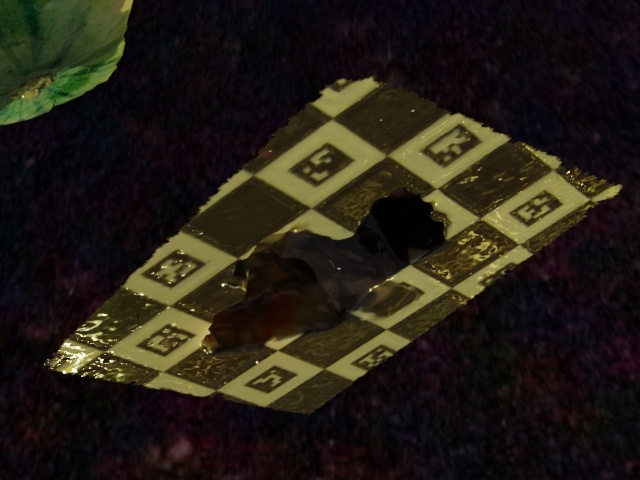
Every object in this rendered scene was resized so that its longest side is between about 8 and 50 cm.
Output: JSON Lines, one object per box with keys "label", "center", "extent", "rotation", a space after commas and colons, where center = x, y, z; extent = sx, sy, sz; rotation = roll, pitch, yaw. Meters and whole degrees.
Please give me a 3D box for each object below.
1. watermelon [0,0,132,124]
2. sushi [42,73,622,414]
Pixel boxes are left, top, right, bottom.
{"label": "watermelon", "center": [-0.169, -0.119, 0.529], "extent": [0.146, 0.128, 0.231], "rotation": [-40, 124, -28]}
{"label": "sushi", "center": [0.000, 0.000, 0.603], "extent": [0.192, 0.040, 0.210], "rotation": [17, 132, -45]}
